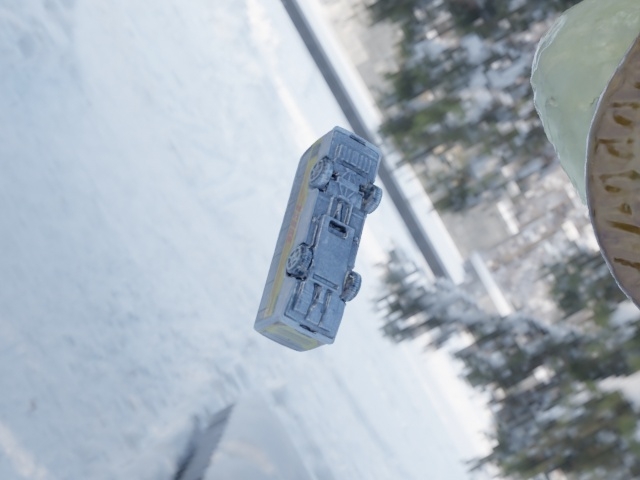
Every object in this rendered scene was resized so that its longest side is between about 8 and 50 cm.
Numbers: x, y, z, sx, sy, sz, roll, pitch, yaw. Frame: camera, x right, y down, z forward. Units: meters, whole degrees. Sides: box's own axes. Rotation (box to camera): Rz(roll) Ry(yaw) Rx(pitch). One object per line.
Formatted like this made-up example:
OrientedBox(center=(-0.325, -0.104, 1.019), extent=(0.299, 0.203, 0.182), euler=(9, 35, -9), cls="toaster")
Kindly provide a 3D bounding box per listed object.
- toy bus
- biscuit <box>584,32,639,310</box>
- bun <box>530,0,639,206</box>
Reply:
OrientedBox(center=(0.000, 0.000, 1.138), extent=(0.064, 0.075, 0.190), euler=(27, 58, -22), cls="toy bus")
OrientedBox(center=(0.208, -0.030, 0.573), extent=(0.188, 0.188, 0.027), euler=(60, 16, -10), cls="biscuit")
OrientedBox(center=(0.224, -0.052, 0.726), extent=(0.244, 0.153, 0.244), euler=(43, 16, -16), cls="bun")
